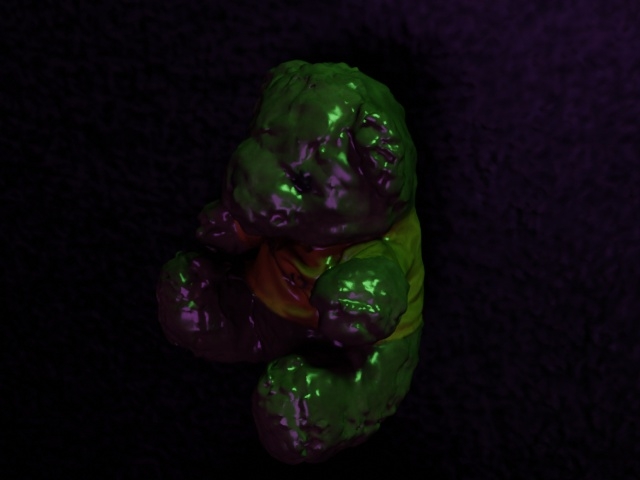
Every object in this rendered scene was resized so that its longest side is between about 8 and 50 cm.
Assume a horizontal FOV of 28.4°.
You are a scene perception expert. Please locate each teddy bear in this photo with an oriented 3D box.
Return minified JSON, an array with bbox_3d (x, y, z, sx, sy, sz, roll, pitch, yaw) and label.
[{"bbox_3d":[0.000,0.000,0.684,0.140,0.177,0.190,-10,117,-29],"label":"teddy bear"}]
